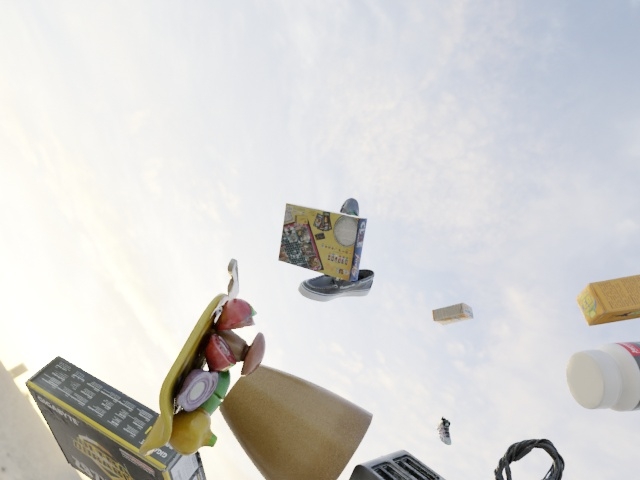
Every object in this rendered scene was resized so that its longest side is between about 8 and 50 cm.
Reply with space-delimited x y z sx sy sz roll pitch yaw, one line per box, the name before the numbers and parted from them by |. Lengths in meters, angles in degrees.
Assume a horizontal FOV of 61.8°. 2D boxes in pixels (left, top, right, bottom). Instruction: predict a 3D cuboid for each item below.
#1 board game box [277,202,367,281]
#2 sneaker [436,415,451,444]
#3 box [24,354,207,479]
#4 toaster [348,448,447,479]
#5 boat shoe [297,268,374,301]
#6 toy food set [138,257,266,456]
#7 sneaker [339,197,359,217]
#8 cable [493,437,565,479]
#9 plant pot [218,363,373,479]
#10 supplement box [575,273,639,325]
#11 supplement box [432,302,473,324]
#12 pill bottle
board game box | 0.000 0.000 1.416 0.243 0.042 0.164 15 -81 36
sneaker | 0.429 0.643 1.829 0.098 0.038 0.069 -117 -141 -62
box | -0.340 0.366 0.927 0.322 0.079 0.257 20 -47 24
toaster | 0.165 0.539 1.127 0.186 0.168 0.110 25 -77 43
boat shoe | 0.062 0.142 1.865 0.108 0.301 0.102 53 -48 45
toy food set | -0.103 0.130 0.562 0.071 0.217 0.128 23 -32 3
sneaker | 0.107 -0.043 1.691 0.083 0.223 0.098 28 -30 -30
cable | 0.540 0.591 1.387 0.151 0.184 0.047 13 -36 55
plant pot | -0.067 0.366 1.060 0.254 0.237 0.237 35 -41 10
supplement box | 0.670 0.117 1.125 0.078 0.234 0.080 95 -17 -56
supplement box | 0.380 0.212 1.537 0.099 0.062 0.036 -21 -122 34
pill bottle | 0.759 0.325 1.289 0.161 0.284 0.161 179 -90 -78
